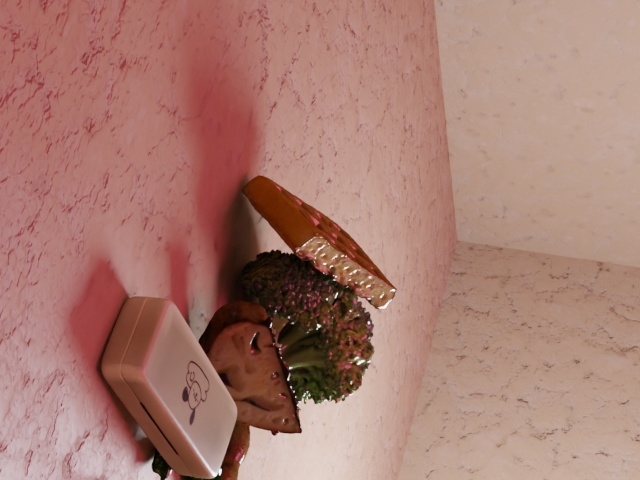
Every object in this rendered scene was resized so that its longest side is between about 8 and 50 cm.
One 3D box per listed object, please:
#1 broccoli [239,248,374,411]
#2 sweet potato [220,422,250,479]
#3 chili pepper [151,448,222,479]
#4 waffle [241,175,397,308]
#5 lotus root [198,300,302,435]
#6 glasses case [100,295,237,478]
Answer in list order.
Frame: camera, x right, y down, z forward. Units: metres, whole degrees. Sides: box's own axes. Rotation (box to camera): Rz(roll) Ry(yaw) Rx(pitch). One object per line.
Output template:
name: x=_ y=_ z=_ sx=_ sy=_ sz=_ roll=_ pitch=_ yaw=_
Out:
broccoli: x=-0.031 y=0.177 z=2.170 sx=0.375 sy=0.249 sz=0.302 roll=85 pitch=17 yaw=-58
sweet potato: x=-0.160 y=0.383 z=2.182 sx=0.065 sy=0.051 sz=0.218 roll=-53 pitch=-170 yaw=36
chili pepper: x=-0.203 y=0.368 z=2.003 sx=0.122 sy=0.065 sz=0.279 roll=-60 pitch=155 yaw=-21
waffle: x=0.000 y=0.000 z=2.118 sx=0.055 sy=0.221 sz=0.248 roll=-49 pitch=132 yaw=8
lotus root: x=-0.125 y=0.220 z=2.014 sx=0.074 sy=0.170 sz=0.261 roll=-119 pitch=-161 yaw=-56
glasses case: x=-0.211 y=0.216 z=1.790 sx=0.313 sy=0.070 sz=0.131 roll=67 pitch=32 yaw=-48
